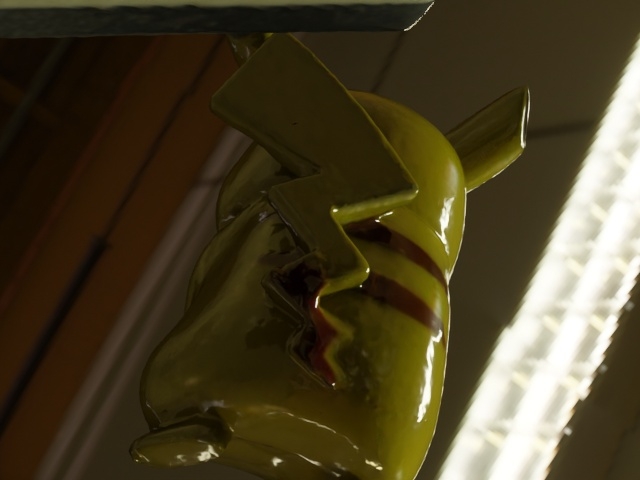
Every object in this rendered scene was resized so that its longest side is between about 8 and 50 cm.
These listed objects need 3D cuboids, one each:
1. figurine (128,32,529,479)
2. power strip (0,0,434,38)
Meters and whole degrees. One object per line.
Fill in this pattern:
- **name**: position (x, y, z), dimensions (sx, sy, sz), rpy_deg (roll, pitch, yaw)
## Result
- **figurine**: position (-0.001, 0.006, 0.863), dimensions (0.169, 0.218, 0.327), rpy_deg (-48, -159, 41)
- **power strip**: position (-0.072, -0.138, 0.587), dimensions (0.070, 0.256, 0.105), rpy_deg (130, -50, -57)
